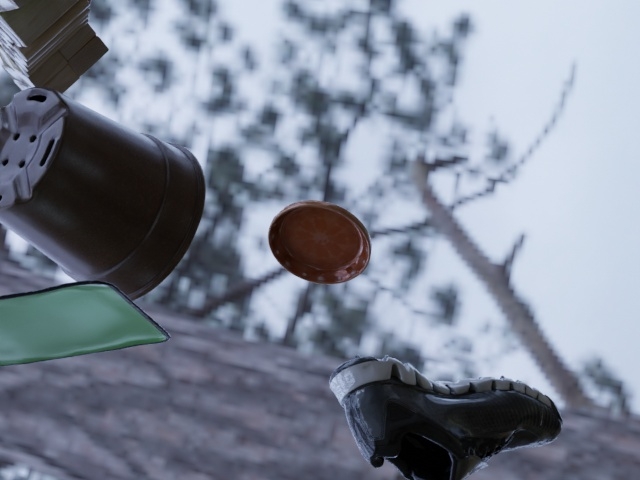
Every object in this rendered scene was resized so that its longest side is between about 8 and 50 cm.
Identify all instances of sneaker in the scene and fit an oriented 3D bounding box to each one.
[{"bbox_3d":[0.113,0.167,1.671,0.234,0.078,0.106,13,-130,-35],"label":"sneaker"}]

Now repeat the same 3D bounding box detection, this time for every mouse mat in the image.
[{"bbox_3d":[-0.229,0.069,1.578,0.152,0.189,0.007,53,-150,-64],"label":"mouse mat"}]

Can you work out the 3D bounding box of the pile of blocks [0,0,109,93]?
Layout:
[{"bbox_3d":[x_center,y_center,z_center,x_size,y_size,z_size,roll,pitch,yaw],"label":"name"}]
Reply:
[{"bbox_3d":[-0.277,-0.251,1.872,0.112,0.149,0.362,-44,-10,-12],"label":"pile of blocks"}]

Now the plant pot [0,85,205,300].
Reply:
[{"bbox_3d":[-0.221,-0.048,1.808,0.165,0.167,0.167,32,-110,-42],"label":"plant pot"}]

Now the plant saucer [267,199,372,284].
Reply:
[{"bbox_3d":[0.000,0.000,1.571,0.013,0.083,0.083,-73,-25,-47],"label":"plant saucer"}]
